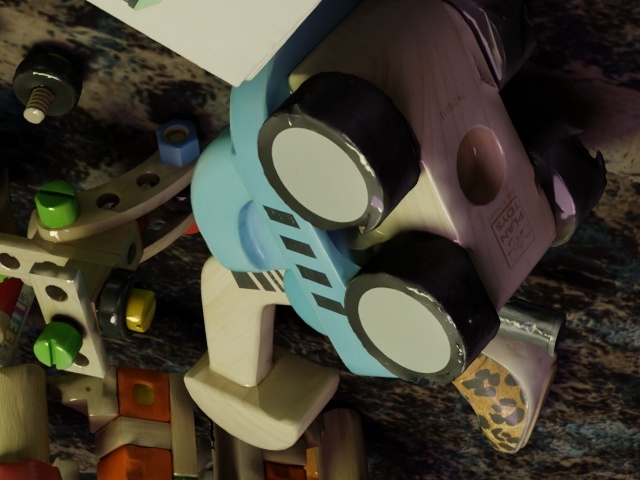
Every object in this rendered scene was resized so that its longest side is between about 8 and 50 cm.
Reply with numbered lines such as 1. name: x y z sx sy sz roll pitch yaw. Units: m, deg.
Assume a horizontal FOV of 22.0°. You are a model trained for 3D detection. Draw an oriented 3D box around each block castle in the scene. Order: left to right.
1. block castle: -0.175 0.292 1.658 0.453 0.213 0.303 12 146 -33

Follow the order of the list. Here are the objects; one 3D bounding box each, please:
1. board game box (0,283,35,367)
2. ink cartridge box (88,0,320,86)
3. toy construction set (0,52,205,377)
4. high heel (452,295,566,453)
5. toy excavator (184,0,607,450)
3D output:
1. board game box: -0.357 0.105 1.669 0.154 0.103 0.026 -24 129 39
2. ink cartridge box: -0.118 -0.260 1.059 0.278 0.201 0.117 29 140 -20
3. toy construction set: -0.246 0.024 1.426 0.257 0.237 0.309 20 142 -9
4. high heel: 0.128 0.109 1.561 0.186 0.093 0.261 20 147 13
5. toy excavator: 0.000 0.000 1.353 0.445 0.222 0.433 3 130 44
